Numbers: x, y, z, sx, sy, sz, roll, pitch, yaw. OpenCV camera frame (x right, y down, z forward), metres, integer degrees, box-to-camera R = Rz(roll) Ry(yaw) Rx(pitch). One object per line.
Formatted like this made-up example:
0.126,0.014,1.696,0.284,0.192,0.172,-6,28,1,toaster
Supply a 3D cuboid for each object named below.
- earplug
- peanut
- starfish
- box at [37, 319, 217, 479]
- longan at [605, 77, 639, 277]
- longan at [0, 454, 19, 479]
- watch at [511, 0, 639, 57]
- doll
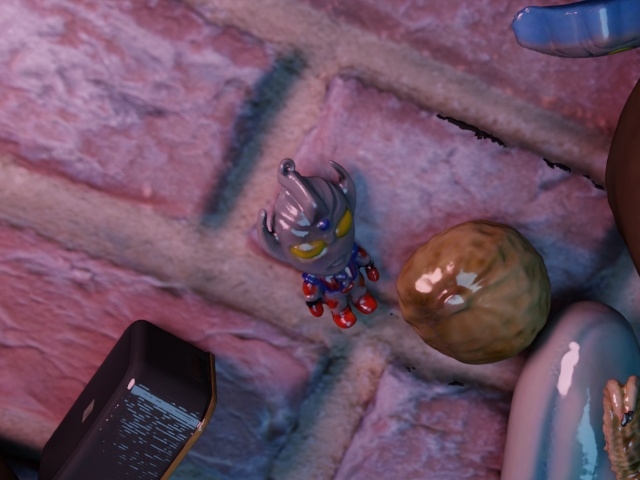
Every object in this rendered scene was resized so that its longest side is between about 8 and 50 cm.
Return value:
0.258,0.218,1.405,0.185,0.185,0.324,-1,108,-9,earplug
0.153,0.051,1.345,0.140,0.109,0.159,-33,127,19,peanut
0.410,0.228,1.401,0.324,0.082,0.432,-39,126,-30,starfish
-0.191,0.186,1.326,0.090,0.144,0.201,32,106,-17,box
0.435,-0.035,1.225,0.360,0.361,0.361,-3,114,-8,longan
-0.433,0.325,1.213,0.391,0.391,0.391,-3,114,-8,longan
0.271,-0.309,1.164,0.305,0.241,0.275,-25,98,4,watch
-0.001,0.001,1.322,0.104,0.062,0.195,-23,122,2,doll
